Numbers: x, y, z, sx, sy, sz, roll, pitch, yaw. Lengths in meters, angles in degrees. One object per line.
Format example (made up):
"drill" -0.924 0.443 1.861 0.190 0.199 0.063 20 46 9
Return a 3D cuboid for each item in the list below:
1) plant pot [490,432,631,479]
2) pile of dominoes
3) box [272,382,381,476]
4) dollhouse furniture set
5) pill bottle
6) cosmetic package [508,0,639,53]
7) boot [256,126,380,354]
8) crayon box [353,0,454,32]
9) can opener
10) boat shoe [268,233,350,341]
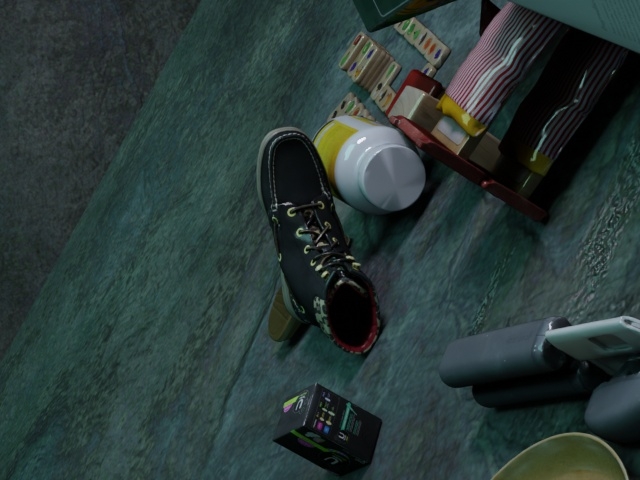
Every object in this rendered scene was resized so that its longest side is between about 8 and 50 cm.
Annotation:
"plant pot" 0.158 0.255 1.103 0.236 0.032 0.236 -49 23 28
"pile of dominoes" 0.071 -0.209 1.972 0.196 0.040 0.251 -55 19 11
"box" 0.007 0.188 1.486 0.062 0.083 0.052 -34 31 51
"dollhouse furniture set" 0.161 -0.176 1.535 0.201 0.152 0.374 -57 20 6
"pill bottle" 0.057 -0.086 1.733 0.103 0.103 0.184 -59 19 2
"cosmetic package" 0.260 -0.284 1.202 0.217 0.156 0.385 -41 39 -12
"boot" 0.002 0.001 1.644 0.178 0.085 0.236 -143 42 -67
"crayon box" 0.205 -0.335 1.599 0.323 0.083 0.203 -26 1 -32
"can opener" 0.183 0.113 1.183 0.283 0.076 0.095 -22 40 61
"boat shoe" -0.013 0.056 1.802 0.056 0.048 0.153 22 88 58
